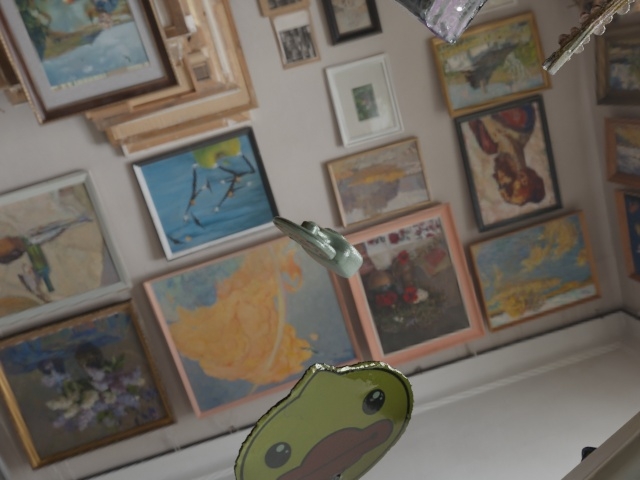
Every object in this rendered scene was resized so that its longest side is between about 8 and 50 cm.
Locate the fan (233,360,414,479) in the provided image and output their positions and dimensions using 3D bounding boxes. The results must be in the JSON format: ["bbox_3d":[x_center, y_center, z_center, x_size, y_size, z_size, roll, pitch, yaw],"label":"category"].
[{"bbox_3d":[0.016,0.260,0.685,0.230,0.335,0.011,-23,-141,-19],"label":"fan"}]

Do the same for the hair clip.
[{"bbox_3d":[0.495,-0.394,1.065,0.214,0.062,0.056,-48,-158,34],"label":"hair clip"}]

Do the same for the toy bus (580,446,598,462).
[{"bbox_3d":[0.599,0.479,1.011,0.288,0.138,0.175,-5,-161,39],"label":"toy bus"}]

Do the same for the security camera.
[{"bbox_3d":[0.000,0.000,1.322,0.157,0.080,0.301,30,174,27],"label":"security camera"}]

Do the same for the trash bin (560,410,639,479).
[{"bbox_3d":[0.405,0.327,0.680,0.368,0.296,0.256,-42,-117,-6],"label":"trash bin"}]

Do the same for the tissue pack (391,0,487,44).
[{"bbox_3d":[0.185,-0.523,0.980,0.122,0.259,0.361,16,-151,-39],"label":"tissue pack"}]
